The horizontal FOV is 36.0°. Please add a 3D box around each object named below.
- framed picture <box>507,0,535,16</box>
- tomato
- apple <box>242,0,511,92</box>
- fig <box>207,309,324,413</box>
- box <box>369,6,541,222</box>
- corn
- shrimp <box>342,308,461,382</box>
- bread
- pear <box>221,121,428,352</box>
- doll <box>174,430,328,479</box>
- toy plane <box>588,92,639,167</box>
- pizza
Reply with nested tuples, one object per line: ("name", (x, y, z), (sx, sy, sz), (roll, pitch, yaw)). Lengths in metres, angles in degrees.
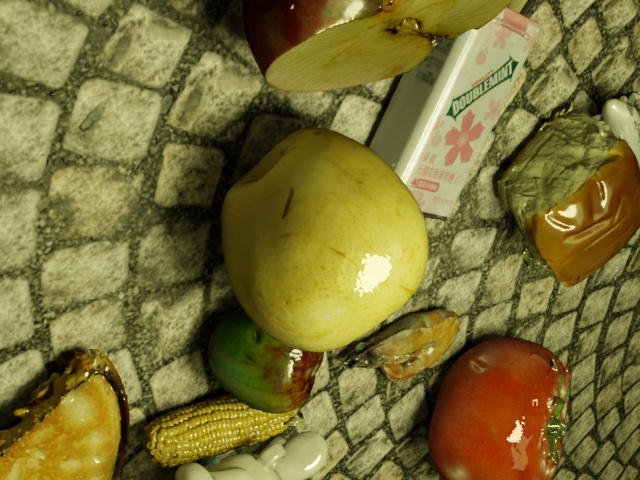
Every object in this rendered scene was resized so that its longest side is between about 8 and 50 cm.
("framed picture", (0.339, -0.479, 1.617), (0.199, 0.010, 0.195), (31, 94, -50))
("tomato", (0.361, 0.365, 2.022), (0.341, 0.273, 0.341), (-18, 111, -62))
("apple", (0.091, -0.311, 1.262), (0.365, 0.329, 0.295), (-9, 114, -65))
("fig", (-0.084, 0.183, 1.552), (0.191, 0.181, 0.181), (16, 107, -18))
("box", (0.201, -0.215, 1.596), (0.190, 0.112, 0.369), (12, 110, -47))
("corn", (-0.159, 0.302, 1.608), (0.293, 0.106, 0.106), (-14, 125, -36))
("shrimp", (0.152, 0.216, 1.877), (0.317, 0.062, 0.164), (-13, 127, -41))
("bread", (0.478, -0.071, 1.863), (0.279, 0.225, 0.250), (-44, 137, -10))
("pear", (0.000, 0.000, 1.404), (0.309, 0.309, 0.309), (-24, 131, -31))
("doll", (-0.181, 0.458, 1.598), (0.376, 0.187, 0.365), (21, 111, -46))
("toy plane", (0.604, -0.205, 1.960), (0.255, 0.101, 0.251), (36, 50, -47))
("pizza", (-0.385, 0.312, 1.417), (0.288, 0.074, 0.251), (-38, 136, -17))
